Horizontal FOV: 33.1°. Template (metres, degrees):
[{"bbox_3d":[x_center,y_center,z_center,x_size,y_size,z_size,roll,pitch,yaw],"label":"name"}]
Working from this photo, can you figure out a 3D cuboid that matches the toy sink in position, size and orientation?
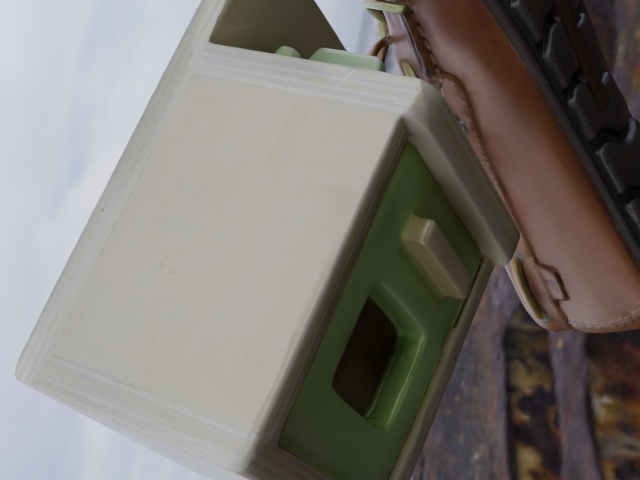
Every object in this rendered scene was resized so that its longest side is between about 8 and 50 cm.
[{"bbox_3d":[0.000,0.000,0.498,0.234,0.131,0.153,-66,-31,-16],"label":"toy sink"}]

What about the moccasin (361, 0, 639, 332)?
[{"bbox_3d":[0.098,-0.107,0.665,0.380,0.147,0.139,56,-139,-19],"label":"moccasin"}]
